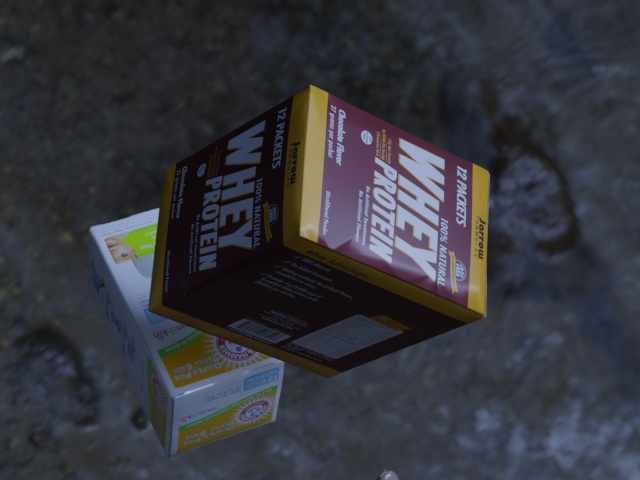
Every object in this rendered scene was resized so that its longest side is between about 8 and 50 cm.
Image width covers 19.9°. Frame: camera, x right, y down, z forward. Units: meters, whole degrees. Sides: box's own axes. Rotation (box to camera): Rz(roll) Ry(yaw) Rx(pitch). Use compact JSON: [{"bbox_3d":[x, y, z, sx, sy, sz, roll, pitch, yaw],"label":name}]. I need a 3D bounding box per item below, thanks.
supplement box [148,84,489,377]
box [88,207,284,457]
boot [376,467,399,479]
[{"bbox_3d":[0.000,0.000,1.439,0.191,0.194,0.129,23,58,-34],"label":"supplement box"},{"bbox_3d":[-0.125,0.078,1.666,0.114,0.103,0.203,-17,56,-19],"label":"box"},{"bbox_3d":[0.088,0.275,1.748,0.087,0.118,0.042,37,64,24],"label":"boot"}]
